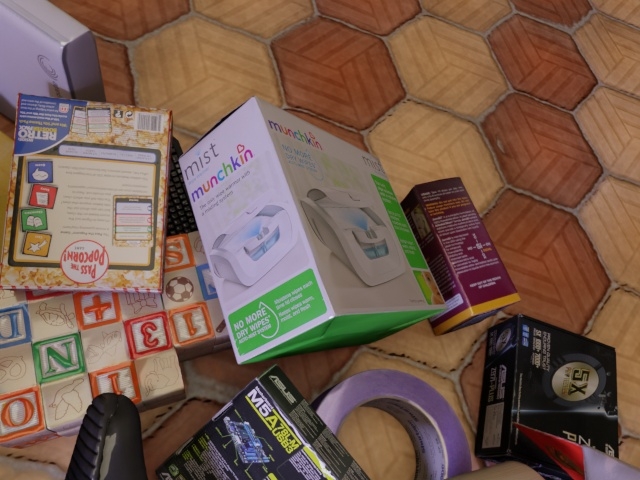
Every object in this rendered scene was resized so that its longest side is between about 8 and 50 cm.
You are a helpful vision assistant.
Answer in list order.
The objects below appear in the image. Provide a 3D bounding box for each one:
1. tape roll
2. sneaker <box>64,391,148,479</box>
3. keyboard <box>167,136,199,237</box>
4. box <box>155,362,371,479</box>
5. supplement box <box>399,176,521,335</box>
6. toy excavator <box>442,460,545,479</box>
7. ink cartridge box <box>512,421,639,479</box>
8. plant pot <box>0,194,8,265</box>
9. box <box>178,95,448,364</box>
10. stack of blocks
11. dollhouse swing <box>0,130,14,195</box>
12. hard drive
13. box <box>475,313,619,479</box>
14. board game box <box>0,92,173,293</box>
[{"bbox_3d":[0.066,0.246,0.562,0.189,0.080,0.188,6,64,-12],"label":"tape roll"},{"bbox_3d":[-0.153,0.298,0.448,0.146,0.122,0.330,1,86,-31],"label":"sneaker"},{"bbox_3d":[-0.217,-0.059,0.663,0.108,0.023,0.180,-18,70,-22],"label":"keyboard"},{"bbox_3d":[-0.048,0.247,0.481,0.190,0.184,0.045,48,21,10],"label":"box"},{"bbox_3d":[0.175,0.021,0.684,0.081,0.104,0.188,-12,69,-21],"label":"supplement box"},{"bbox_3d":[0.224,0.466,0.362,0.223,0.433,0.444,-6,108,-18],"label":"toy excavator"},{"bbox_3d":[0.313,0.298,0.358,0.308,0.385,0.091,43,80,3],"label":"ink cartridge box"},{"bbox_3d":[-0.356,-0.004,0.533,0.081,0.082,0.083,-1,72,-48],"label":"plant pot"},{"bbox_3d":[0.000,0.000,0.566,0.262,0.127,0.231,11,54,-55],"label":"box"},{"bbox_3d":[-0.193,0.096,0.558,0.297,0.087,0.171,-13,69,-21],"label":"stack of blocks"},{"bbox_3d":[-0.573,-0.061,0.546,0.315,0.305,0.346,3,56,33],"label":"dollhouse swing"},{"bbox_3d":[-0.404,-0.241,0.578,0.353,0.233,0.047,34,60,2],"label":"hard drive"},{"bbox_3d":[0.293,0.207,0.643,0.148,0.077,0.180,21,61,-6],"label":"box"},{"bbox_3d":[-0.231,-0.044,0.508,0.147,0.045,0.193,3,81,-14],"label":"board game box"}]
